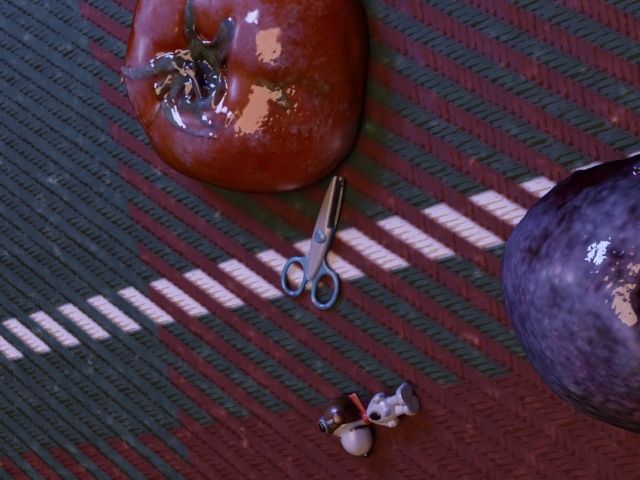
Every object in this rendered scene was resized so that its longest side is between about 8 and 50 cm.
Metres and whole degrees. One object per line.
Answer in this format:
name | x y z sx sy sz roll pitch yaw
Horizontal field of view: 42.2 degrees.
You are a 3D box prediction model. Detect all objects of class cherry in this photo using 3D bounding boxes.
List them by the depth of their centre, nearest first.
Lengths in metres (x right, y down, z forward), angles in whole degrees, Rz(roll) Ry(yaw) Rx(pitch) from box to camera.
cherry | 0.211 0.037 0.530 0.195 0.195 0.195 3 96 26

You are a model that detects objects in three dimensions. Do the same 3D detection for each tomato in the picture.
tomato | -0.075 -0.147 0.703 0.236 0.095 0.237 3 97 26

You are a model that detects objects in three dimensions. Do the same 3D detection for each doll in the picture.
doll | 0.038 0.147 0.705 0.058 0.040 0.085 43 116 3

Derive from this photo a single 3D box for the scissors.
scissors | 0.000 0.000 0.724 0.058 0.014 0.119 21 107 22
